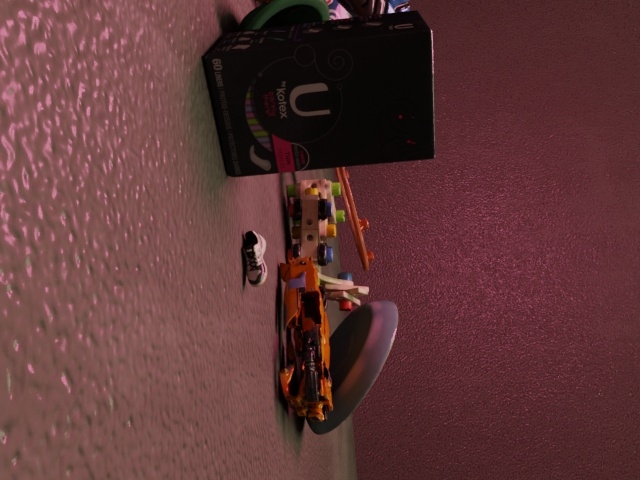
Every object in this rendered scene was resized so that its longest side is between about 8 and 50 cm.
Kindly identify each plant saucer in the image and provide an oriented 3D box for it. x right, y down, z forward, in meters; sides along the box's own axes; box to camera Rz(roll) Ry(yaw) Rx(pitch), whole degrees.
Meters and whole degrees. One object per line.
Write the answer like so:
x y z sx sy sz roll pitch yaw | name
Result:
0.051 0.253 1.249 0.317 0.044 0.317 -54 -171 13 | plant saucer

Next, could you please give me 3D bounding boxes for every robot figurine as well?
-0.026 0.189 1.091 0.211 0.085 0.290 76 9 -58 | robot figurine

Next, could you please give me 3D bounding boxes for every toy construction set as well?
0.000 0.000 1.324 0.215 0.151 0.327 72 3 -70 | toy construction set

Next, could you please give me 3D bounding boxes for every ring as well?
0.070 -0.095 1.348 0.336 0.032 0.336 -16 90 -89 | ring

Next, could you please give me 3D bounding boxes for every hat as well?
-0.106 -0.346 0.926 0.183 0.173 0.208 51 -25 20 | hat

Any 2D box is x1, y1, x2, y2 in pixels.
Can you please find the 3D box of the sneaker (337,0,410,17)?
0.034 -0.523 1.131 0.140 0.125 0.341 34 -2 42 | sneaker

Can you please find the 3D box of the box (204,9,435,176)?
0.007 -0.193 0.778 0.143 0.271 0.165 -87 170 -60 | box

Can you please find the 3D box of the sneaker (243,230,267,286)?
-0.095 0.024 0.823 0.037 0.032 0.083 54 24 -54 | sneaker

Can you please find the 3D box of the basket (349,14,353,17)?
0.004 -0.668 1.625 0.289 0.201 0.254 -106 -171 -61 | basket

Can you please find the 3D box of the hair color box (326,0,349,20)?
-0.010 -0.441 1.393 0.174 0.105 0.346 15 -66 58 | hair color box
